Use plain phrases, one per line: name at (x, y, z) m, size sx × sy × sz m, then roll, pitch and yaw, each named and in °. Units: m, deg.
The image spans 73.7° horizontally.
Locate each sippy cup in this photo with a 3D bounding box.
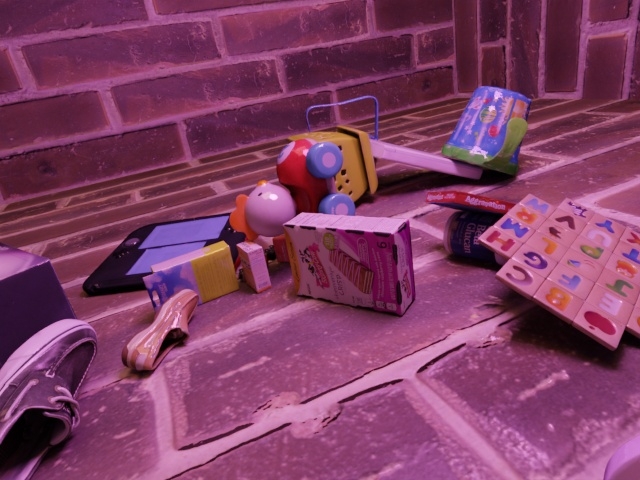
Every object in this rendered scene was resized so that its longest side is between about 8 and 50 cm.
sippy cup at (0.519, -0.339, 1.304) m, size 0.239 × 0.224 × 0.305 m, roll 2°, pitch 22°, yaw -40°

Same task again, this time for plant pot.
plant pot at (0.043, -0.227, 1.307) m, size 0.207 × 0.227 × 0.228 m, roll -21°, pitch 24°, yaw -11°

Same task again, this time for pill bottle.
pill bottle at (0.342, -0.003, 0.851) m, size 0.094 × 0.094 × 0.169 m, roll -29°, pitch 29°, yaw -37°

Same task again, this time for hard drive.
hard drive at (0.306, -0.266, 1.371) m, size 0.352 × 0.047 × 0.233 m, roll 8°, pitch 17°, yaw -21°

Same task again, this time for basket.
basket at (0.092, -0.348, 1.513) m, size 0.254 × 0.289 × 0.201 m, roll -13°, pitch 23°, yaw -5°

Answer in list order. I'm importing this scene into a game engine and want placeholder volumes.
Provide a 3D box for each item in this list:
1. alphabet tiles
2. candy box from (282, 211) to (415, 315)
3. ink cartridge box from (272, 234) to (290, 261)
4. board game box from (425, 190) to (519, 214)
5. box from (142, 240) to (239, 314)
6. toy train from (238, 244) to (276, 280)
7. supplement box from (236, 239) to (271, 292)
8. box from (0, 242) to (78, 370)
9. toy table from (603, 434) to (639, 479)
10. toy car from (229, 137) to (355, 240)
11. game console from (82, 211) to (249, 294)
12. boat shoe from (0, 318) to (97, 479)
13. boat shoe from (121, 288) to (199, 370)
alphabet tiles at (0.429, 0.030, 0.692) m, size 0.285 × 0.011 × 0.342 m, roll 36°, pitch 45°, yaw 26°
candy box at (0.051, 0.037, 0.797) m, size 0.233 × 0.159 × 0.071 m, roll 6°, pitch 26°, yaw 35°
ink cartridge box at (0.000, 0.000, 1.024) m, size 0.198 × 0.067 × 0.115 m, roll -1°, pitch 25°, yaw 25°
board game box at (0.374, -0.060, 0.875) m, size 0.280 × 0.027 × 0.145 m, roll 11°, pitch 2°, yaw -9°
box at (-0.267, 0.082, 0.888) m, size 0.178 × 0.109 × 0.042 m, roll -21°, pitch 29°, yaw -23°
toy train at (-0.142, 0.053, 1.015) m, size 0.036 × 0.027 × 0.158 m, roll 13°, pitch 30°, yaw 23°
supplement box at (-0.142, 0.055, 0.913) m, size 0.036 × 0.099 × 0.062 m, roll -22°, pitch 25°, yaw -26°
box at (-0.698, 0.148, 0.827) m, size 0.296 × 0.183 × 0.294 m, roll 8°, pitch 27°, yaw 36°
toy table at (0.302, 0.218, 0.206) m, size 0.274 × 0.253 × 0.160 m, roll -5°, pitch 5°, yaw 33°
toy car at (-0.088, -0.095, 0.924) m, size 0.237 × 0.211 × 0.219 m, roll -21°, pitch 16°, yaw -22°
game console at (-0.380, 0.021, 1.148) m, size 0.385 × 0.060 × 0.342 m, roll -8°, pitch 23°, yaw 7°
boat shoe at (-0.389, 0.246, 0.579) m, size 0.118 × 0.121 × 0.335 m, roll 2°, pitch 35°, yaw 9°
boat shoe at (-0.267, 0.163, 0.774) m, size 0.072 × 0.068 × 0.190 m, roll 11°, pitch 38°, yaw 16°
